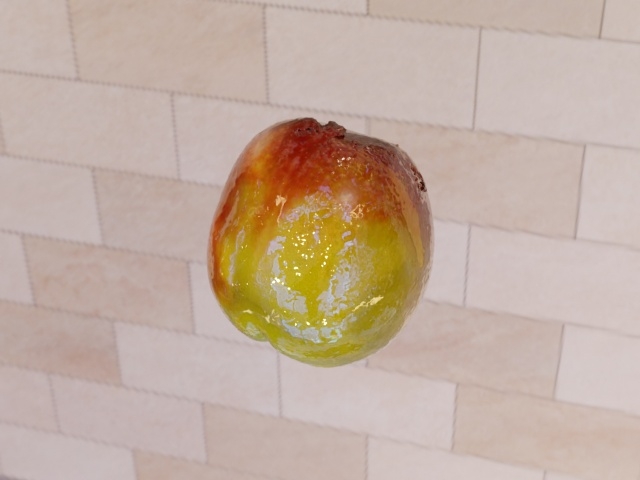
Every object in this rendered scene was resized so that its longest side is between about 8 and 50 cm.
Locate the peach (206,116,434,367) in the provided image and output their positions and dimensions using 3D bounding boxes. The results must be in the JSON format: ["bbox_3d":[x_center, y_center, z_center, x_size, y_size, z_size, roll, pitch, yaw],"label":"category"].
[{"bbox_3d":[0.000,0.000,1.043,0.231,0.231,0.231,9,125,13],"label":"peach"}]
